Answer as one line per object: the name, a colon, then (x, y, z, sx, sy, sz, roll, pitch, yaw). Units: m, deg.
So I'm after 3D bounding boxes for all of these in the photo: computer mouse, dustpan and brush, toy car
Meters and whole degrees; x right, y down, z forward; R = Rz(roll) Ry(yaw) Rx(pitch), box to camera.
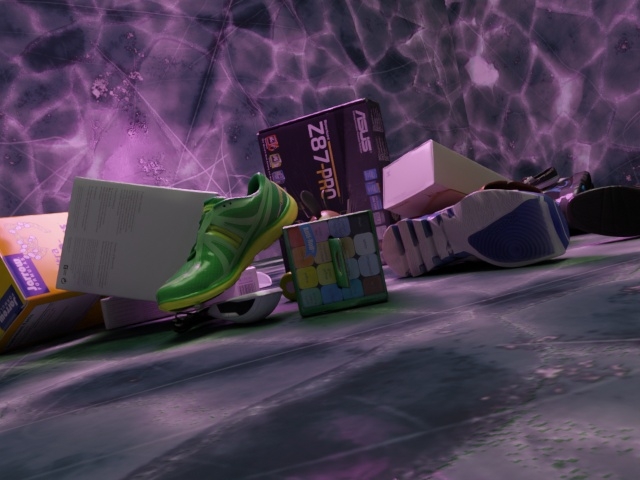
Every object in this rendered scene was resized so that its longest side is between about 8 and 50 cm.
computer mouse: (-0.132, 0.109, 0.840, 0.192, 0.042, 0.106, -18, -8, 41)
dustpan and brush: (-0.225, 0.100, 1.439, 0.147, 0.060, 0.211, -12, 2, -21)
toy car: (0.000, 0.000, 1.029, 0.148, 0.189, 0.155, -10, 1, 25)

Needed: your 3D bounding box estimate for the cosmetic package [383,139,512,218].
cosmetic package: (0.309, -0.101, 1.275, 0.309, 0.113, 0.160, 16, -27, -31)

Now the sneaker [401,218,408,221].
sneaker: (0.214, 0.006, 1.522, 0.118, 0.108, 0.279, 10, -8, -34)

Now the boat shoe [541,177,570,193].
boat shoe: (0.574, -0.086, 1.425, 0.320, 0.118, 0.103, -21, 10, -37)

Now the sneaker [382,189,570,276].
sneaker: (0.278, -0.022, 0.962, 0.182, 0.128, 0.315, -16, 2, -44)

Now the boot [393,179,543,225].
boot: (0.290, -0.040, 1.130, 0.283, 0.109, 0.220, 1, -20, -8)

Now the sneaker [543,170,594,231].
sneaker: (0.555, -0.084, 1.274, 0.139, 0.125, 0.340, -16, -3, 32)

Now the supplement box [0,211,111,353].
supplement box: (-0.544, 0.071, 1.187, 0.194, 0.195, 0.356, -43, -14, 27)

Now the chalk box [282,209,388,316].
chalk box: (0.021, 0.031, 0.821, 0.131, 0.133, 0.213, -11, 0, 3)

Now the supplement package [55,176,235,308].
supplement package: (-0.299, 0.011, 1.024, 0.262, 0.200, 0.198, 7, -5, 8)

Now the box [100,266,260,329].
box: (-0.290, 0.118, 1.173, 0.323, 0.067, 0.063, -13, 1, -14)

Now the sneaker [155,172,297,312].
sneaker: (-0.160, 0.000, 0.876, 0.109, 0.123, 0.295, -22, 21, 52)

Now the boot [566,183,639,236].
boot: (0.550, -0.054, 0.967, 0.236, 0.085, 0.178, -4, 2, 18)

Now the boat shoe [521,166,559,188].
boat shoe: (0.527, -0.143, 1.384, 0.142, 0.040, 0.049, -22, 6, -4)

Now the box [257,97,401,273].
box: (0.027, -0.118, 1.388, 0.318, 0.395, 0.097, -9, 2, 27)
